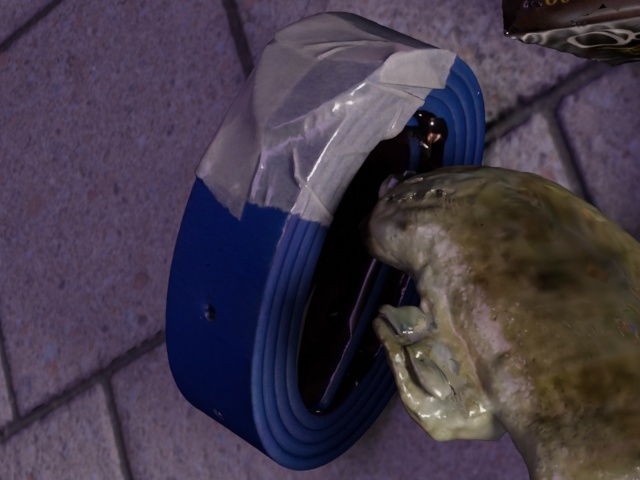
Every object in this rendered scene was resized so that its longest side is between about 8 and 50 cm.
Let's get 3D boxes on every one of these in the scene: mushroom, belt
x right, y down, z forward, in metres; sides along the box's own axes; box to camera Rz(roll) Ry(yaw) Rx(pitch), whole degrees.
[{"bbox_3d":[0.157,0.080,1.069,0.130,0.248,0.344,-50,44,36],"label":"mushroom"},{"bbox_3d":[0.000,0.000,1.246,0.117,0.212,0.346,29,106,41],"label":"belt"}]

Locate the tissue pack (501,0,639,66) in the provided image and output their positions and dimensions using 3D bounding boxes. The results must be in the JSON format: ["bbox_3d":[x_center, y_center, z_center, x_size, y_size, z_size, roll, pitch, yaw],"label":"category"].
[{"bbox_3d":[0.303,-0.238,1.039,0.370,0.198,0.209,-4,88,40],"label":"tissue pack"}]
